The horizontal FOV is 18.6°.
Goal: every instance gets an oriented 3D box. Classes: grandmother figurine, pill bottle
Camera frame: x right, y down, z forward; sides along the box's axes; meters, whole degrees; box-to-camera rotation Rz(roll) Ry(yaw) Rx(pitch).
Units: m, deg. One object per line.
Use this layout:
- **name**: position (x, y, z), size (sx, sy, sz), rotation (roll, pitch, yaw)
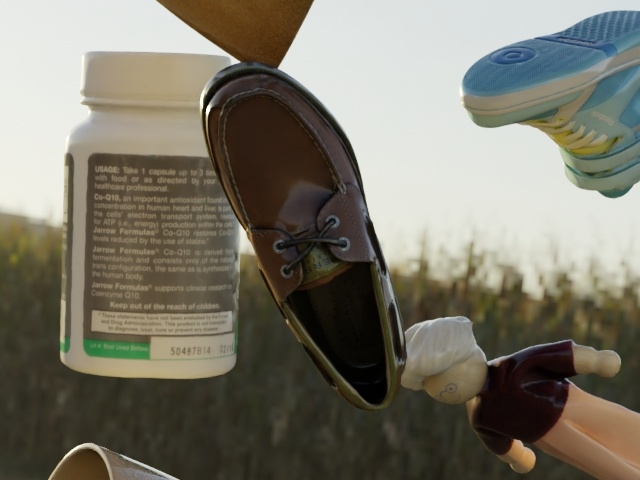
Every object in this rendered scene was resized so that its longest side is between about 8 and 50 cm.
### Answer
- **grandmother figurine**: position (0.232, 0.174, 1.986), size (0.342, 0.208, 0.104), rotation (26, 33, -9)
- **pill bottle**: position (-0.191, -0.032, 2.221), size (0.204, 0.361, 0.204), rotation (2, 4, 0)

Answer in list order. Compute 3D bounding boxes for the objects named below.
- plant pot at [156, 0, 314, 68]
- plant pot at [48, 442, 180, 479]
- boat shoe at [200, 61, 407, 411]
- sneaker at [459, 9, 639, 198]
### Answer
- **plant pot**: position (-0.111, -0.308, 1.819), size (0.254, 0.237, 0.237), rotation (24, -5, -7)
- **plant pot**: position (-0.138, 0.360, 1.962), size (0.274, 0.256, 0.256), rotation (18, -7, -25)
- **boat shoe**: position (0.000, 0.000, 1.560), size (0.111, 0.307, 0.104), rotation (-26, 28, 5)
- **sneaker**: position (0.283, -0.126, 2.191), size (0.319, 0.208, 0.127), rotation (-21, 29, -37)
